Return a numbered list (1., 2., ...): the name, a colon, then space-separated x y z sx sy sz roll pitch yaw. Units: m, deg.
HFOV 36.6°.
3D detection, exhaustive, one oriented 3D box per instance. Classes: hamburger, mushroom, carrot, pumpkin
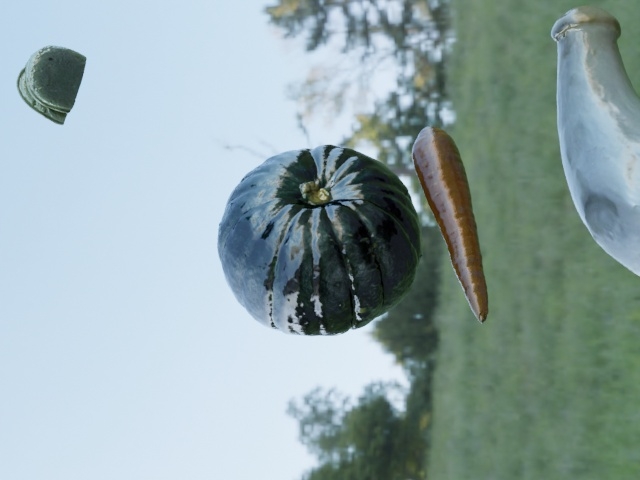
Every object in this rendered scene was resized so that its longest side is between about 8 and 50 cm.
1. hamburger: -0.404 -0.237 1.436 0.084 0.054 0.121 24 -121 -33
2. mushroom: 0.258 -0.087 0.849 0.118 0.103 0.270 110 151 -47
3. carrot: 0.128 -0.017 0.917 0.048 0.048 0.216 52 -157 -57
4. pumpkin: 0.000 0.000 1.019 0.162 0.220 0.221 85 -162 -49
